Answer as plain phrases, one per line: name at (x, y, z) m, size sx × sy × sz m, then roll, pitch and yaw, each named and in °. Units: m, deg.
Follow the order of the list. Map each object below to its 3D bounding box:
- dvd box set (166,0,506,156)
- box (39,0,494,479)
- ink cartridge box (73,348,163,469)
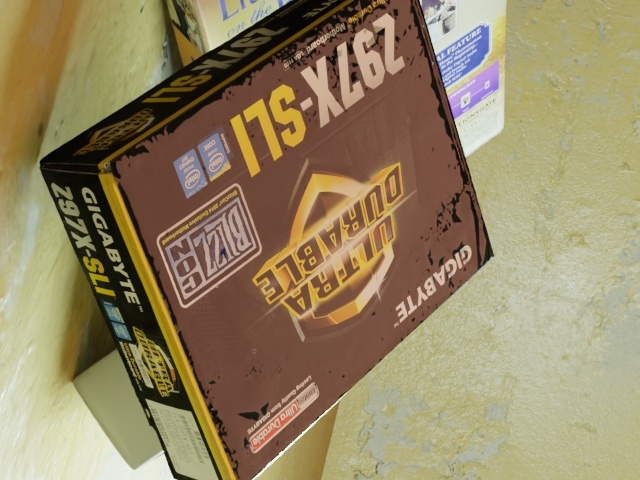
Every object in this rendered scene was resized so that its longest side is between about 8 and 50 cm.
dvd box set at (0.030, -0.164, 1.212) m, size 0.308 × 0.062 × 0.420 m, roll -35°, pitch 149°, yaw -16°
box at (-0.020, -0.017, 1.009) m, size 0.322 × 0.079 × 0.257 m, roll -38°, pitch 119°, yaw -37°
ink cartridge box at (-0.094, 0.102, 1.191) m, size 0.160 × 0.092 × 0.219 m, roll -35°, pitch 175°, yaw 5°
